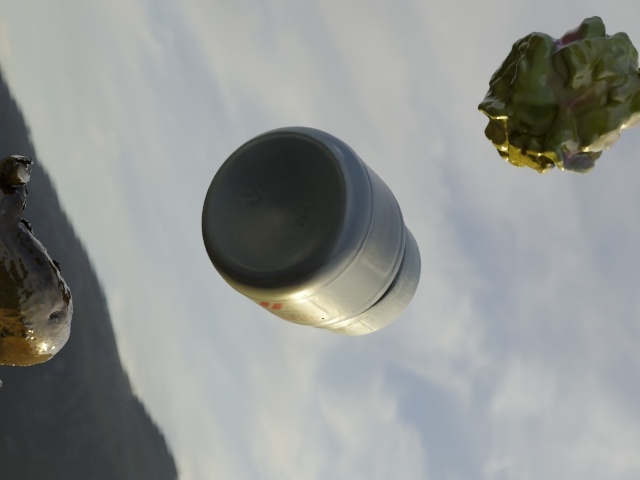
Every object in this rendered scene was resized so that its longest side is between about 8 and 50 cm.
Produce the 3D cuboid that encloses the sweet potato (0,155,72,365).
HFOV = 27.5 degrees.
[{"bbox_3d":[-0.300,0.050,1.293,0.124,0.098,0.310,43,-36,26],"label":"sweet potato"}]

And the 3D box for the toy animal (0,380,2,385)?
[{"bbox_3d":[-0.530,0.148,1.723,0.114,0.116,0.255,53,-5,33],"label":"toy animal"}]

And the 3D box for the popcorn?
[{"bbox_3d":[0.205,-0.118,1.097,0.126,0.145,0.126,56,20,6],"label":"popcorn"}]

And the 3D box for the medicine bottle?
[{"bbox_3d":[0.000,0.000,1.826,0.306,0.245,0.245,38,27,-59],"label":"medicine bottle"}]
